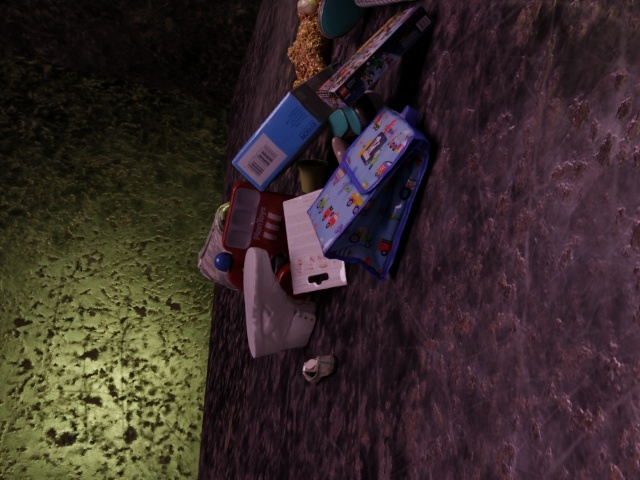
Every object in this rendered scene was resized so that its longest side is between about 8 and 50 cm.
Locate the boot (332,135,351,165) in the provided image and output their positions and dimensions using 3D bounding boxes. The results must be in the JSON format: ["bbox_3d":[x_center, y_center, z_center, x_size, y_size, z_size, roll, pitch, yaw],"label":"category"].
[{"bbox_3d":[0.057,-0.164,1.655,0.042,0.118,0.087,-28,20,23],"label":"boot"}]

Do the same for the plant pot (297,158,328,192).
[{"bbox_3d":[-0.023,-0.168,2.002,0.083,0.083,0.079,-119,30,-68],"label":"plant pot"}]

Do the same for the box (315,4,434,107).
[{"bbox_3d":[0.102,-0.356,1.481,0.233,0.044,0.159,-45,17,-2],"label":"box"}]

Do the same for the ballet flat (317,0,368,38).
[{"bbox_3d":[0.089,-0.668,1.857,0.123,0.123,0.348,-104,33,-58],"label":"ballet flat"}]

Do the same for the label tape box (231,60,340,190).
[{"bbox_3d":[-0.047,-0.294,1.896,0.249,0.115,0.348,-45,1,32],"label":"label tape box"}]

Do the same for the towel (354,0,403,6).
[{"bbox_3d":[0.137,-0.641,1.571,0.235,0.121,0.284,24,103,64],"label":"towel"}]

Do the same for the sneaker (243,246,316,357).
[{"bbox_3d":[-0.094,0.139,1.831,0.108,0.169,0.293,-124,29,-58],"label":"sneaker"}]

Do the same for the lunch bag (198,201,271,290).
[{"bbox_3d":[-0.209,0.016,2.203,0.305,0.256,0.213,123,154,-57],"label":"lunch bag"}]

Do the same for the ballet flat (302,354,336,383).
[{"bbox_3d":[-0.013,0.280,1.678,0.168,0.052,0.057,130,147,-62],"label":"ballet flat"}]

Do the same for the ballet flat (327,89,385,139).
[{"bbox_3d":[0.083,-0.275,1.612,0.095,0.096,0.280,65,172,-9],"label":"ballet flat"}]

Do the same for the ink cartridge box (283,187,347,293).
[{"bbox_3d":[0.000,0.000,1.733,0.181,0.056,0.225,-14,82,45],"label":"ink cartridge box"}]

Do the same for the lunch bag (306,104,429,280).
[{"bbox_3d":[0.110,-0.111,1.412,0.293,0.138,0.221,-62,18,16],"label":"lunch bag"}]

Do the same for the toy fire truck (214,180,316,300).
[{"bbox_3d":[-0.132,0.014,1.915,0.169,0.254,0.302,-117,40,-67],"label":"toy fire truck"}]

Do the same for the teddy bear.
[{"bbox_3d":[-0.028,-0.594,2.245,0.245,0.113,0.338,-145,66,-72],"label":"teddy bear"}]
